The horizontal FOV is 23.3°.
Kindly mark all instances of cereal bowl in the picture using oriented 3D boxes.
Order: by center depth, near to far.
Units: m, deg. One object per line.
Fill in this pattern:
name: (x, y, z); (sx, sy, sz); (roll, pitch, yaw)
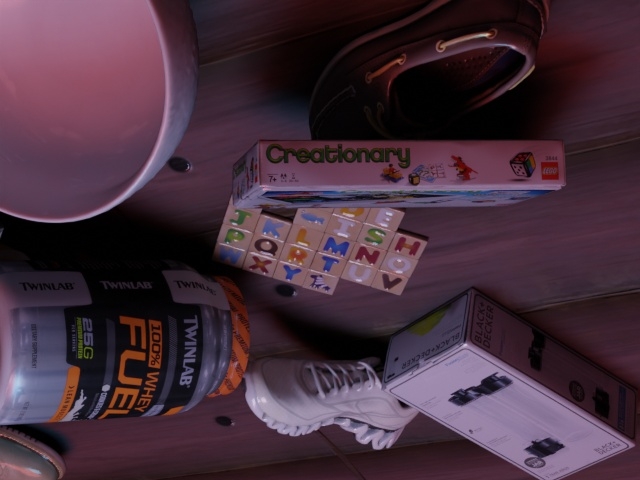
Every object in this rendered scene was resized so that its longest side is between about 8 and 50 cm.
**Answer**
cereal bowl: (-0.259, -0.195, 1.526); (0.339, 0.141, 0.339); (9, 112, 24)

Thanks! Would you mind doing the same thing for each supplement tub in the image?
supplement tub: (-0.257, 0.118, 1.864); (0.316, 0.193, 0.193); (-1, 151, -30)

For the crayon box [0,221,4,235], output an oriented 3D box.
crayon box: (-0.487, 0.045, 1.828); (0.081, 0.202, 0.318); (-7, 136, -40)

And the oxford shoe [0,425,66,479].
oxford shoe: (-0.587, 0.353, 2.361); (0.397, 0.146, 0.140); (4, 141, 10)

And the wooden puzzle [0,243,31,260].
wooden puzzle: (-0.470, 0.102, 2.075); (0.348, 0.080, 0.322); (3, 141, 19)

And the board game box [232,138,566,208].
board game box: (0.073, -0.066, 1.580); (0.305, 0.053, 0.193); (-1, 176, -11)

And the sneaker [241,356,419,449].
sneaker: (0.023, 0.189, 1.986); (0.292, 0.110, 0.118); (13, 140, -43)

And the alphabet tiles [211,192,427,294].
alphabet tiles: (0.000, 0.000, 1.861); (0.237, 0.009, 0.198); (17, 142, -5)

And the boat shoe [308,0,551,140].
boat shoe: (0.096, -0.156, 1.561); (0.116, 0.096, 0.324); (35, 137, -27)

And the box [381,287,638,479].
box: (0.242, 0.189, 1.968); (0.290, 0.087, 0.169); (30, 139, -22)
